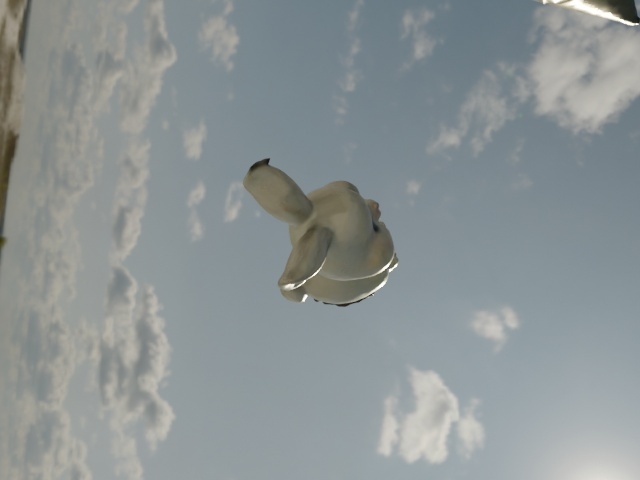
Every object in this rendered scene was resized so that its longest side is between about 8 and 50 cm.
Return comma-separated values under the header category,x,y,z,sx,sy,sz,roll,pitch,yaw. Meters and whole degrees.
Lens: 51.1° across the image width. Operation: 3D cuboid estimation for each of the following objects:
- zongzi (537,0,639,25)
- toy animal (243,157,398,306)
category,x,y,z,sx,sy,sz,roll,pitch,yaw
zongzi,0.311,-0.468,0.752,0.447,0.419,0.181,117,-25,-45
toy animal,0.006,-0.002,0.414,0.124,0.085,0.070,92,-22,-71
